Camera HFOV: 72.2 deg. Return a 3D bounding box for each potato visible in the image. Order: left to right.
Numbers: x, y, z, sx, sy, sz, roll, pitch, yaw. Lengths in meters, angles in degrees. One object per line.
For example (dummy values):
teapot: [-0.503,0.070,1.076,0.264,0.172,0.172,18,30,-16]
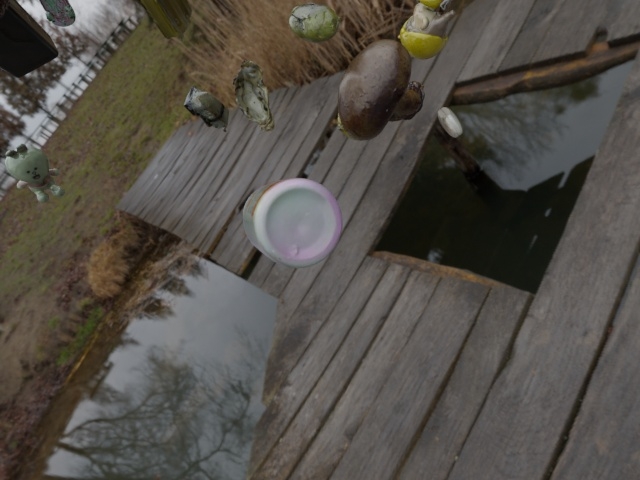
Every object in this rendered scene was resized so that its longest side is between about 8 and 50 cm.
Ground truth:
potato: [-0.033,-0.900,1.806,0.248,0.169,0.143,43,135,39]

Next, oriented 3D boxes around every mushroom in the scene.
mushroom: [0.219,-0.491,1.542,0.331,0.356,0.334,-45,27,12]

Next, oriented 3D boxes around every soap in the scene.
soap: [-0.505,-0.776,1.421,0.233,0.076,0.134,69,-147,-78]

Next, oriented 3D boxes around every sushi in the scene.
sushi: [-0.491,-0.597,2.039,0.109,0.273,0.134,-8,59,29]

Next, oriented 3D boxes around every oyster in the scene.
oyster: [-0.252,-0.581,1.746,0.294,0.166,0.094,100,-163,-51]

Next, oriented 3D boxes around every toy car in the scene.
toy car: [-0.693,-0.630,1.134,0.069,0.142,0.055,-16,51,-7]

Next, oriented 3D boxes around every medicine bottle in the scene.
medicine bottle: [-0.097,-0.056,1.201,0.219,0.219,0.388,-55,15,-5]

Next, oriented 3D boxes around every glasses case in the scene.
glasses case: [0.425,-0.390,1.443,0.051,0.081,0.204,-34,15,20]

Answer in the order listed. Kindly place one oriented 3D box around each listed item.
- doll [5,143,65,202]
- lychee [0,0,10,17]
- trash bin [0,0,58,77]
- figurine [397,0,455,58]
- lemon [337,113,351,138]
doll: [-1.081,-0.261,1.642,0.155,0.275,0.113,-34,60,-20]
lychee: [-0.795,-0.552,0.958,0.188,0.188,0.188,-35,33,28]
trash bin: [-0.853,-0.559,1.181,0.165,0.115,0.225,-31,-9,-2]
figurine: [0.405,-0.843,1.614,0.343,0.187,0.215,98,-168,-56]
lemon: [0.176,-0.512,1.819,0.231,0.192,0.192,-32,30,-2]
